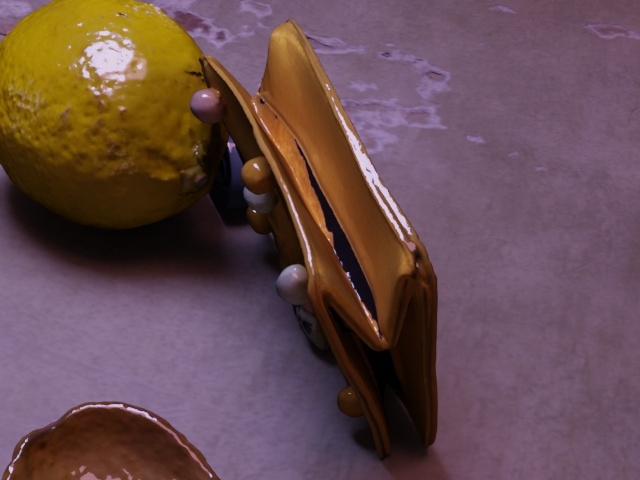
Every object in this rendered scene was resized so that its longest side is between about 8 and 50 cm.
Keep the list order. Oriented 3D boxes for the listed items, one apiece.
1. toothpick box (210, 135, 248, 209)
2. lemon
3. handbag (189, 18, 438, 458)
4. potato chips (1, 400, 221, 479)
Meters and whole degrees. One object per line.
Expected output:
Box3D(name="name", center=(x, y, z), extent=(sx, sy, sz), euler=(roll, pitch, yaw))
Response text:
Box3D(name="toothpick box", center=(-0.047, -0.092, 1.773), extent=(0.153, 0.101, 0.101), euler=(-7, 39, -22))
Box3D(name="lemon", center=(-0.232, -0.137, 1.670), extent=(0.253, 0.253, 0.310), euler=(-22, 43, -35))
Box3D(name="handbag", center=(0.000, 0.000, 1.515), extent=(0.133, 0.283, 0.401), euler=(-23, 47, -4))
Box3D(name="potato chips", center=(-0.176, 0.234, 1.337), extent=(0.208, 0.062, 0.195), euler=(10, 41, 0))
